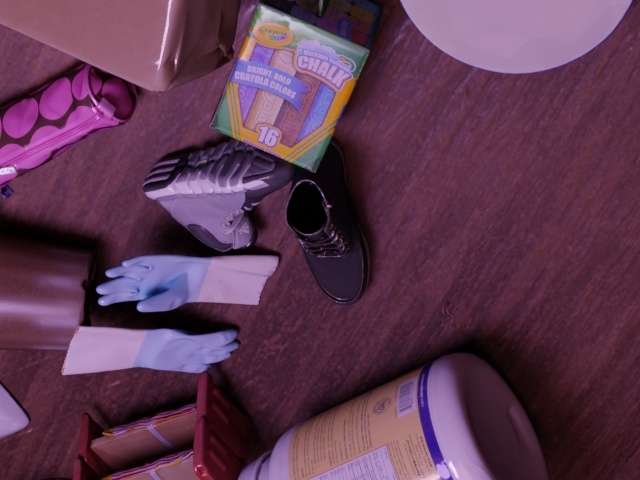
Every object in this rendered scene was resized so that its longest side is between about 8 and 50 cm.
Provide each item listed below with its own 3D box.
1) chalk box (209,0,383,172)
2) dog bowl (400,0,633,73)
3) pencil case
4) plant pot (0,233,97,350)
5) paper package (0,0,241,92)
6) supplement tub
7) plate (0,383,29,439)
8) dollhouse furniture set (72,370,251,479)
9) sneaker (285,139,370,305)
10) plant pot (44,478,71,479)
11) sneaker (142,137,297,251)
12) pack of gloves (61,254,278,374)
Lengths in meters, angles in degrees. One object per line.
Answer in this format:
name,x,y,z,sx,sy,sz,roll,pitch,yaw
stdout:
chalk box,-0.015,-0.210,1.786,0.132,0.132,0.213,24,122,-3
dog bowl,0.206,-0.312,1.701,0.265,0.104,0.265,5,121,8
pencil case,-0.317,-0.133,1.908,0.209,0.098,0.095,-27,111,23
plant pot,-0.364,0.067,2.002,0.165,0.167,0.167,6,121,-1
paper package,-0.232,-0.359,1.677,0.325,0.168,0.309,25,122,17
supplement tub,0.086,0.303,1.998,0.331,0.241,0.241,-28,111,24
plate,-0.576,0.205,2.183,0.278,0.045,0.277,-27,112,24
dollhouse furniture set,-0.147,0.363,2.156,0.201,0.152,0.374,-19,132,19
sneaker,0.000,0.000,1.910,0.083,0.118,0.222,-7,118,15
plant pot,-0.362,0.460,2.194,0.291,0.203,0.291,5,120,9
sneaker,-0.091,-0.048,1.910,0.228,0.086,0.132,-3,134,42
pack of gloves,-0.177,0.102,1.976,0.232,0.046,0.195,1,130,-31
